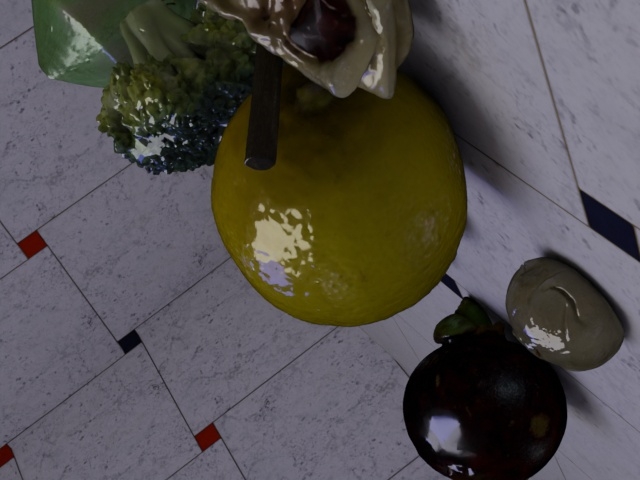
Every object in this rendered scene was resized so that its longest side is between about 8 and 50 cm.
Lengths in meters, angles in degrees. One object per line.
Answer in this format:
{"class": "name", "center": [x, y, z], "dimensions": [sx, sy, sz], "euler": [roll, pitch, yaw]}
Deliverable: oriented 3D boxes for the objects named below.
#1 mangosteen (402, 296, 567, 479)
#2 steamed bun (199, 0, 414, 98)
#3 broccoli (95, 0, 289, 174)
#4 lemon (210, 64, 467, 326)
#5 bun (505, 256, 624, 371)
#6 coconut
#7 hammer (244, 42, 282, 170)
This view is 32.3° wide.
{"class": "mangosteen", "center": [0.314, 0.286, 2.070], "dimensions": [0.306, 0.359, 0.306], "euler": [14, 154, 7]}
{"class": "steamed bun", "center": [-0.080, -0.336, 1.231], "dimensions": [0.428, 0.189, 0.247], "euler": [44, 139, 23]}
{"class": "broccoli", "center": [-0.215, -0.265, 1.806], "dimensions": [0.281, 0.348, 0.293], "euler": [57, 168, 9]}
{"class": "lemon", "center": [0.019, -0.079, 1.435], "dimensions": [0.364, 0.364, 0.364], "euler": [47, 172, 8]}
{"class": "bun", "center": [0.327, 0.111, 1.532], "dimensions": [0.173, 0.113, 0.166], "euler": [39, 169, 35]}
{"class": "coconut", "center": [-0.394, -0.420, 2.045], "dimensions": [0.328, 0.328, 0.281], "euler": [41, 173, 39]}
{"class": "hammer", "center": [-0.065, -0.222, 1.328], "dimensions": [0.043, 0.111, 0.365], "euler": [99, 174, -48]}
